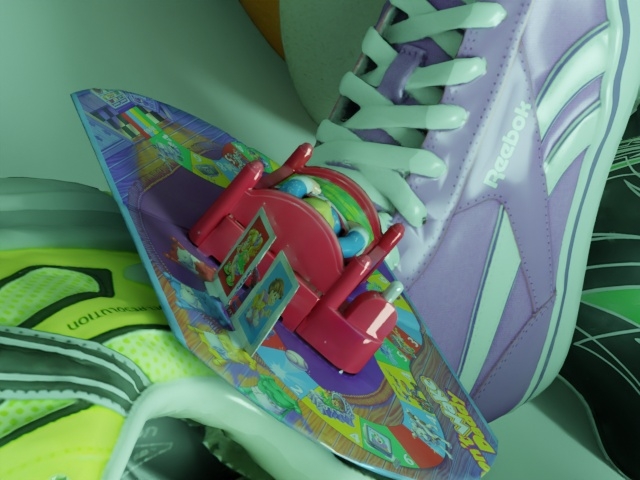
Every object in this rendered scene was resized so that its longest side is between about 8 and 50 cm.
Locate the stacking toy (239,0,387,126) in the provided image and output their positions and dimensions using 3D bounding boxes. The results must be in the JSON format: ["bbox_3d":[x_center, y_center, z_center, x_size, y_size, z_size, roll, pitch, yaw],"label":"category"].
[{"bbox_3d":[-0.046,-0.294,0.805,0.480,0.350,0.350,33,28,26],"label":"stacking toy"}]

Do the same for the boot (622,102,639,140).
[{"bbox_3d":[0.463,-0.133,0.906,0.367,0.445,0.146,24,36,-24],"label":"boot"}]

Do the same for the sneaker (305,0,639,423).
[{"bbox_3d":[0.038,-0.043,0.555,0.161,0.282,0.102,-13,22,-41],"label":"sneaker"}]

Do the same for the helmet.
[{"bbox_3d":[0.176,0.025,0.709,0.161,0.169,0.169,53,31,-11],"label":"helmet"}]

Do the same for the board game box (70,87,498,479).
[{"bbox_3d":[0.000,0.000,0.433,0.133,0.033,0.169,25,25,-39],"label":"board game box"}]

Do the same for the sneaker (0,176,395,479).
[{"bbox_3d":[-0.130,0.061,0.315,0.147,0.145,0.384,24,25,35],"label":"sneaker"}]
